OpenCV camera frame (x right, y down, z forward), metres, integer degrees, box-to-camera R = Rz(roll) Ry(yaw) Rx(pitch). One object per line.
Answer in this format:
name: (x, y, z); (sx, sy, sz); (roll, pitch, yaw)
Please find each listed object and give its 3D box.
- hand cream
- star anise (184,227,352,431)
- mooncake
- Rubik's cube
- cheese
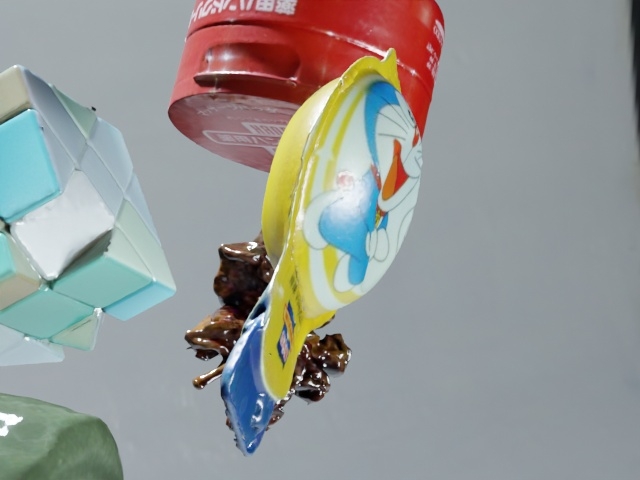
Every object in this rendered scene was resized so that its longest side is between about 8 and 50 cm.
hand cream: (-0.009, -0.126, 1.104); (0.193, 0.193, 0.125); (7, 74, 18)
star anise: (-0.038, 0.090, 1.537); (0.126, 0.190, 0.220); (-2, 60, 26)
mooncake: (-0.195, 0.185, 0.938); (0.104, 0.175, 0.168); (9, -5, 14)
Rubik's cube: (-0.271, -0.008, 1.303); (0.213, 0.265, 0.224); (-29, 65, 13)
cheese: (0.000, 0.000, 0.900); (0.069, 0.177, 0.270); (15, 58, 18)
